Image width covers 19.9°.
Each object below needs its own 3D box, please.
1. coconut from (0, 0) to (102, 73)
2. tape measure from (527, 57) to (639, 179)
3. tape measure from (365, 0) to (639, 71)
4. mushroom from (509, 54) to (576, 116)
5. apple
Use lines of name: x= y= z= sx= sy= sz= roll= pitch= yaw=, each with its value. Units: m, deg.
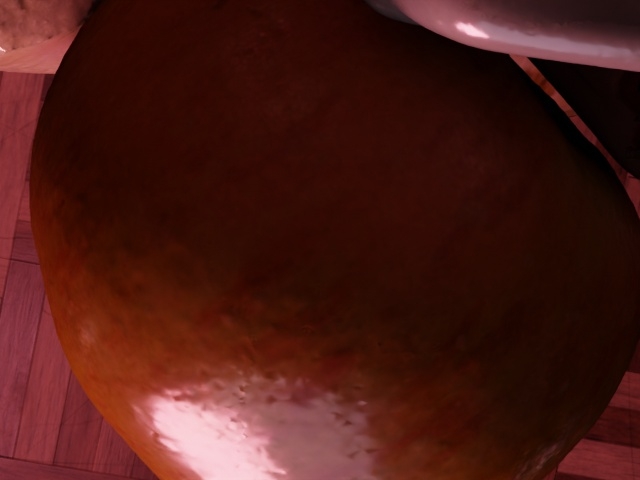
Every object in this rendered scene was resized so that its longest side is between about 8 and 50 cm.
coconut: x=-0.211 y=-0.222 z=1.176 sx=0.239 sy=0.239 sz=0.244 roll=14 pitch=-174 yaw=10
tape measure: x=0.237 y=-0.137 z=1.179 sx=0.265 sy=0.130 sz=0.258 roll=4 pitch=-148 yaw=-31
tape measure: x=0.150 y=-0.155 z=0.893 sx=0.243 sy=0.125 sz=0.246 roll=3 pitch=-167 yaw=-14
mushroom: x=0.092 y=-0.183 z=1.640 sx=0.362 sy=0.295 sz=0.362 roll=10 pitch=-172 yaw=-1
apple: x=0.000 y=0.000 z=1.117 sx=0.400 sy=0.333 sz=0.400 roll=48 pitch=-172 yaw=-9
